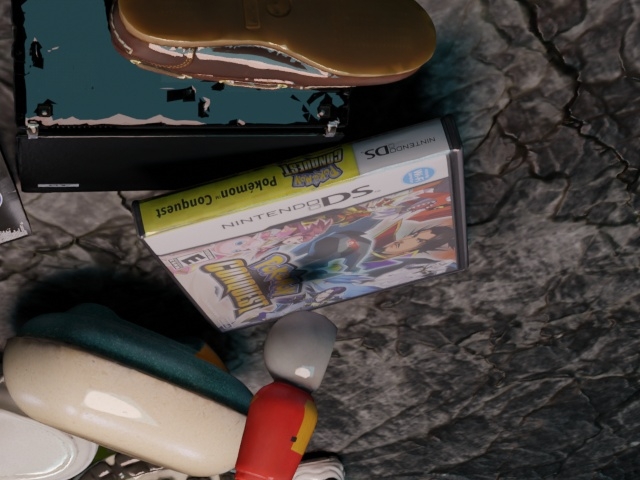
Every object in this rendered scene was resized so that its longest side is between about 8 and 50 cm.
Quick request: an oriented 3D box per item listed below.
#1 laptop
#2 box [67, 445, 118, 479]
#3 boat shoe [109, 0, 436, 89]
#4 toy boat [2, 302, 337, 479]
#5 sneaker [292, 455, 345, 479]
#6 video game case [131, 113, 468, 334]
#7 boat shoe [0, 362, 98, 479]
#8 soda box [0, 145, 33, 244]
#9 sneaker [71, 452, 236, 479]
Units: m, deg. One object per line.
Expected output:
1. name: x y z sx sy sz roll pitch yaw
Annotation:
1. laptop: -0.105 -0.134 0.812 0.234 0.136 0.264 -2 115 -14
2. box: -0.245 0.275 1.257 0.109 0.042 0.178 -5 141 -9
3. boat shoe: -0.032 -0.135 0.718 0.207 0.073 0.073 7 163 -14
4. toy boat: -0.113 0.128 0.993 0.318 0.148 0.267 1 157 45
5. sneaker: -0.015 0.377 1.402 0.100 0.108 0.271 -8 143 -9
6. video game case: 0.000 0.000 0.936 0.248 0.035 0.275 -15 158 3
7. boat shoe: -0.356 0.178 0.990 0.367 0.156 0.136 24 104 -34
8. soda box: -0.261 -0.067 0.807 0.053 0.060 0.169 -20 143 -13
9. sneaker: -0.243 0.317 1.207 0.410 0.158 0.182 -14 172 -1
